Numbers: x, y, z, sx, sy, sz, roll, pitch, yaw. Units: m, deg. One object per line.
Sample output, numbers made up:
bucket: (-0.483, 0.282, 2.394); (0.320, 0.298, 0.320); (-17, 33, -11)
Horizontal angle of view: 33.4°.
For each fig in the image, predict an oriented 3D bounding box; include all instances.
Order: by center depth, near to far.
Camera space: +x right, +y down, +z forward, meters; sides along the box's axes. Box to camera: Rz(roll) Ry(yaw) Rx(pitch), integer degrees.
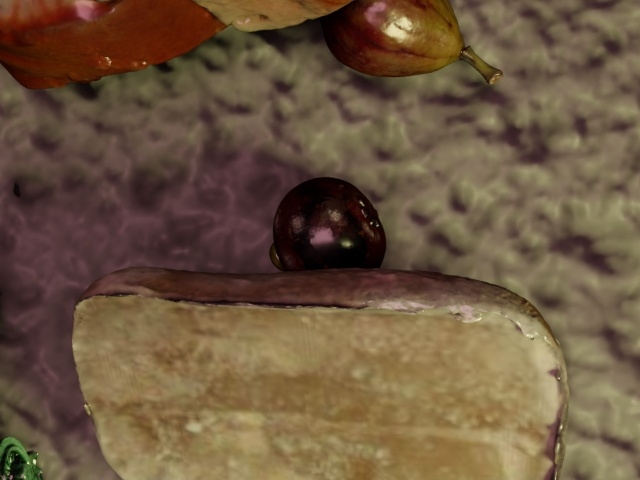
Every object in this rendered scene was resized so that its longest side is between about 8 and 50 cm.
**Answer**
fig: (0.065, -0.141, 0.721); (0.125, 0.089, 0.089); (25, 90, -19)

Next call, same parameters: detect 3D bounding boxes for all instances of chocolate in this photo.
chocolate: (0.001, 0.089, 0.681); (0.303, 0.100, 0.185); (1, 126, 7)

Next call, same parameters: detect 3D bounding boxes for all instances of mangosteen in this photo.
mangosteen: (0.003, -0.001, 0.712); (0.081, 0.081, 0.081); (-1, 86, 8)

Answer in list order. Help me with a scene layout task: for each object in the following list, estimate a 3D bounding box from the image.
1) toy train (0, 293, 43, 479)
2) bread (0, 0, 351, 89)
toy train: (-0.271, 0.107, 0.703); (0.105, 0.157, 0.253); (-12, 85, 7)
bread: (-0.124, -0.256, 0.698); (0.328, 0.114, 0.295); (-15, 74, 17)
